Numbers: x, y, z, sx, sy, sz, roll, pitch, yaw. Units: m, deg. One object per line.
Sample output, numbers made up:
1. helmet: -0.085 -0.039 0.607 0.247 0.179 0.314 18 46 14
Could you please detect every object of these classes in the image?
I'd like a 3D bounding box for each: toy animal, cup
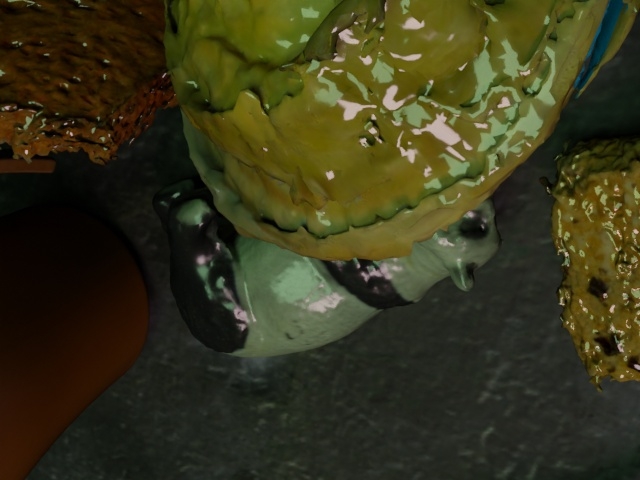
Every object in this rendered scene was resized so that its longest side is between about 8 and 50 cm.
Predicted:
1. toy animal: 0.000 0.000 0.683 0.225 0.094 0.121 -21 106 30
2. cup: -0.212 0.050 0.697 0.182 0.264 0.226 15 111 16

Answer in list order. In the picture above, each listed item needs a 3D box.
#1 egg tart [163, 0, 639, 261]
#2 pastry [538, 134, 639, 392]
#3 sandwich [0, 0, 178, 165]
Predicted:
1. egg tart: 0.014 -0.130 0.531 0.291 0.107 0.291 -8 78 42
2. pastry: 0.162 0.013 0.639 0.080 0.056 0.140 -3 116 38
3. sandwich: -0.156 -0.105 0.680 0.235 0.159 0.079 3 148 -7
